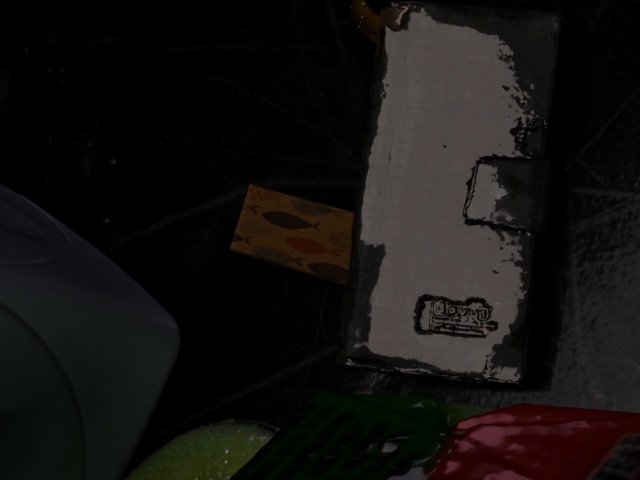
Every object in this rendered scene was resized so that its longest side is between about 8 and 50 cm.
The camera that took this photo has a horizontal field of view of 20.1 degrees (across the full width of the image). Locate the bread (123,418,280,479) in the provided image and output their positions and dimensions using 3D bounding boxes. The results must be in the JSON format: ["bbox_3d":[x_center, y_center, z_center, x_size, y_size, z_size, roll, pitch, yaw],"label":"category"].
[{"bbox_3d":[-0.094,0.304,1.594,0.301,0.045,0.301,-10,72,32],"label":"bread"}]

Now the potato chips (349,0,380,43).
[{"bbox_3d":[0.096,-0.172,1.595,0.204,0.026,0.037,30,82,38],"label":"potato chips"}]

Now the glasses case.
[{"bbox_3d":[0.000,0.000,1.608,0.170,0.041,0.065,16,87,37],"label":"glasses case"}]

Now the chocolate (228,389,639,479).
[{"bbox_3d":[0.055,0.265,1.313,0.341,0.360,0.161,0,117,36],"label":"chocolate"}]

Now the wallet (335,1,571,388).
[{"bbox_3d":[0.110,-0.041,1.508,0.169,0.044,0.317,6,83,19],"label":"wallet"}]

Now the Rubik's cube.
[{"bbox_3d":[-0.387,0.119,1.663,0.352,0.347,0.352,31,96,38],"label":"Rubik's cube"}]
